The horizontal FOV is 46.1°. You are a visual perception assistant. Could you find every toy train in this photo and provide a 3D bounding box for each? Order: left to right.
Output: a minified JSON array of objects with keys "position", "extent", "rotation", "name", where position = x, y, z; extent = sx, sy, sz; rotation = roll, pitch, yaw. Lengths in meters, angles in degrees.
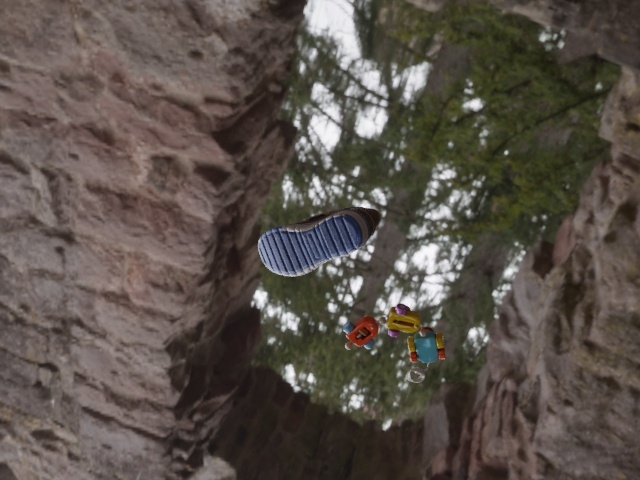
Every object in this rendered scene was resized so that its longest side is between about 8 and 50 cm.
[{"position":[0.124,0.157,1.227],"extent":[0.166,0.125,0.046],"rotation":[35,-151,-16],"name":"toy train"}]

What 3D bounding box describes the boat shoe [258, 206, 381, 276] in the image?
[{"position":[0.000,0.000,0.930],"extent":[0.183,0.066,0.066],"rotation":[-11,-170,43],"name":"boat shoe"}]
